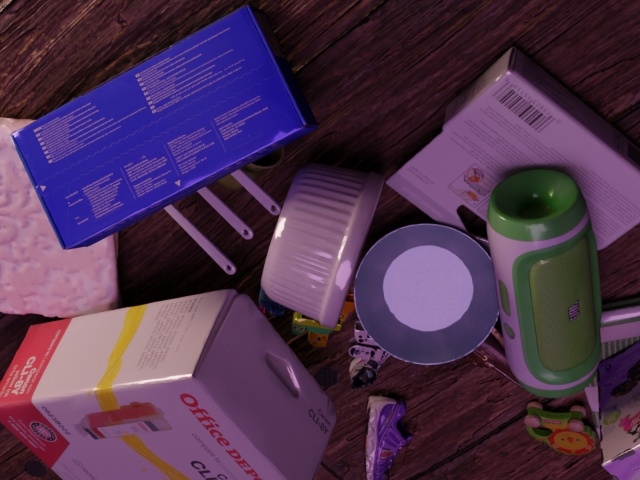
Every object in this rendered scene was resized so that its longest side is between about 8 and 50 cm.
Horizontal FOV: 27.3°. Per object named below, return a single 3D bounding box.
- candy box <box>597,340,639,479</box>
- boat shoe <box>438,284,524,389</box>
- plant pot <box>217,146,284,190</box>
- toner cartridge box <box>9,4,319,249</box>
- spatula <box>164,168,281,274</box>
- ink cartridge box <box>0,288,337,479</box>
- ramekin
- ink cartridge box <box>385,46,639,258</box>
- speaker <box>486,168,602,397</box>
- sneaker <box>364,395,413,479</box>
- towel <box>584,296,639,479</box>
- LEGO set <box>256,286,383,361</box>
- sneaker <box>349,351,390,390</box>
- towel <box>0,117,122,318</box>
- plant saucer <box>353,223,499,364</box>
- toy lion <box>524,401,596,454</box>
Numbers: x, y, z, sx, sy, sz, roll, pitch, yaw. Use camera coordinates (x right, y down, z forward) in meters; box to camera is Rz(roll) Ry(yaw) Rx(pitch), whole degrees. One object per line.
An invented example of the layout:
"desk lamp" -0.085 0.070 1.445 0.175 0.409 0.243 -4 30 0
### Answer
"candy box" 0.447 0.209 1.708 0.165 0.196 0.070 -35 114 29
"boat shoe" 0.224 0.137 1.813 0.073 0.073 0.207 -41 101 19
"plant pot" -0.101 -0.106 1.699 0.083 0.083 0.079 30 136 -12
"toner cartridge box" -0.193 -0.135 1.618 0.348 0.075 0.165 -26 86 14
"spatula" -0.165 -0.077 1.694 0.242 0.019 0.168 44 125 9
"ink cartridge box" -0.216 0.234 1.817 0.385 0.160 0.279 -12 129 34
"ramekin" 0.000 0.000 1.676 0.109 0.207 0.207 18 125 3
"ink cartridge box" 0.262 -0.079 1.669 0.275 0.060 0.239 36 130 -16
"speaker" 0.284 0.059 1.660 0.131 0.131 0.296 -5 129 12
"sneaker" 0.100 0.306 1.953 0.071 0.068 0.170 2 124 0
"towel" 0.496 0.203 1.843 0.248 0.038 0.325 -13 123 18
"LEGO set" -0.017 0.122 1.835 0.227 0.087 0.093 10 128 -6
"sneaker" 0.075 0.178 1.865 0.038 0.069 0.098 29 123 -12
"towel" -0.437 -0.033 1.807 0.332 0.053 0.317 5 125 5
"plant saucer" 0.142 0.067 1.741 0.195 0.037 0.195 2 106 7
"toy lion" 0.350 0.278 1.915 0.100 0.034 0.096 4 138 17
